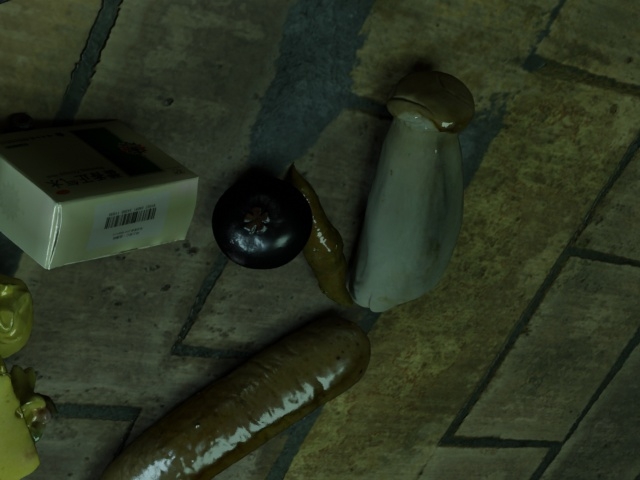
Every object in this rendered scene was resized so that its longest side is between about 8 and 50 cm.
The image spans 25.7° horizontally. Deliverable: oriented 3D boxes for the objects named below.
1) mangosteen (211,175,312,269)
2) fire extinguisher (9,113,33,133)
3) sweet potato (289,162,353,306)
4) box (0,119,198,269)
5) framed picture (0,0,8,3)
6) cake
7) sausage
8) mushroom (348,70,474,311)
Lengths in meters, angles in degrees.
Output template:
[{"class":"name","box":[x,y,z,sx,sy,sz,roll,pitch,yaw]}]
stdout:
[{"class":"mangosteen","box":[-0.078,-0.022,1.916,0.137,0.137,0.151,-36,171,-3]},{"class":"fire extinguisher","box":[-0.363,-0.080,1.727,0.049,0.035,0.173,-51,158,-50]},{"class":"sweet potato","box":[0.000,0.000,2.025,0.067,0.067,0.273,-29,133,-10]},{"class":"box","box":[-0.279,-0.058,1.659,0.212,0.168,0.095,-14,131,-46]},{"class":"framed picture","box":[-0.254,-0.403,1.525,0.339,0.014,0.255,-22,137,-17]},{"class":"cake","box":[-0.470,0.187,1.742,0.286,0.222,0.227,-23,138,-18]},{"class":"sausage","box":[-0.142,0.275,2.131,0.501,0.123,0.136,-34,168,-5]},{"class":"mushroom","box":[0.143,-0.065,2.020,0.154,0.137,0.407,-4,136,-16]}]
